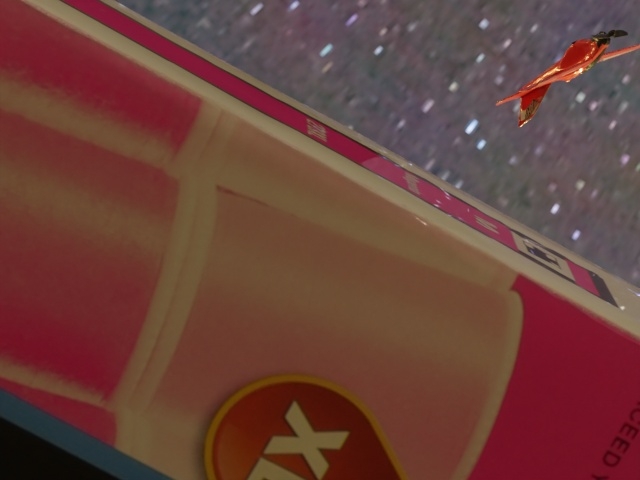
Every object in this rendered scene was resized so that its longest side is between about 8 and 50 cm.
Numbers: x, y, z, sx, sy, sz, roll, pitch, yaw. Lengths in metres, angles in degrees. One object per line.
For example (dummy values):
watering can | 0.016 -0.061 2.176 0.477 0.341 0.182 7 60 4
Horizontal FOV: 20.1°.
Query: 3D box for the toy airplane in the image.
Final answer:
toy airplane | 0.213 -0.147 1.589 0.151 0.151 0.028 -38 -102 39

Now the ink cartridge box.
ink cartridge box | -0.017 0.061 0.462 0.371 0.069 0.175 28 -77 -11
